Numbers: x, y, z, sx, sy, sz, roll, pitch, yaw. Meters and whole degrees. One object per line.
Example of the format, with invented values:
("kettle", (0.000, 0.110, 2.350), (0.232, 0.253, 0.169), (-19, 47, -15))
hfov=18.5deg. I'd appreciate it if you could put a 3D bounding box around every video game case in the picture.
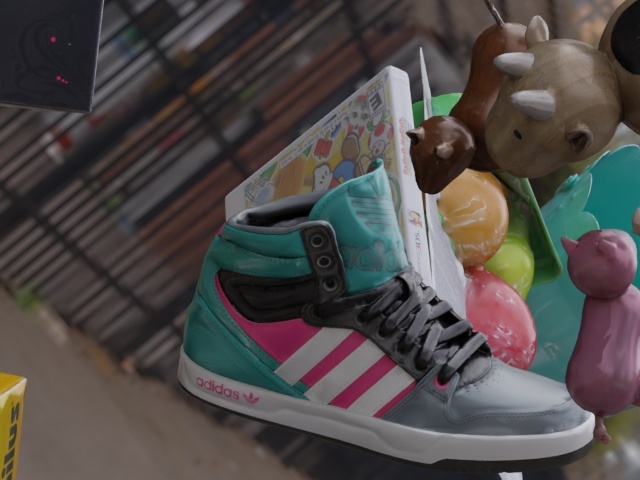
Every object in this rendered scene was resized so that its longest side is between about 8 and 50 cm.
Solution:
("video game case", (0.000, 0.000, 1.578), (0.026, 0.227, 0.206), (20, 51, -34))

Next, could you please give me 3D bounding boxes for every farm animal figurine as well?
("farm animal figurine", (0.186, -0.062, 1.033), (0.172, 0.327, 0.330), (20, 24, -50))

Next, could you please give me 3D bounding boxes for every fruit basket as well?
("fruit basket", (0.134, 0.042, 1.924), (0.327, 0.165, 0.353), (61, 27, -50))

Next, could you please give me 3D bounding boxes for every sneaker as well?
("sneaker", (0.047, 0.040, 1.314), (0.295, 0.178, 0.124), (11, 21, 18))

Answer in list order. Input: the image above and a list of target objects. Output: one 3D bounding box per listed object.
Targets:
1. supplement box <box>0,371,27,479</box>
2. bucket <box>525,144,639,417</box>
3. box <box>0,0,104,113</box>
("supplement box", (-0.448, 0.193, 1.625), (0.357, 0.194, 0.195), (10, 12, 9))
("bucket", (0.334, 0.053, 2.180), (0.281, 0.183, 0.281), (26, 47, -31))
("box", (-0.338, -0.209, 1.763), (0.270, 0.165, 0.143), (5, 3, -17))
